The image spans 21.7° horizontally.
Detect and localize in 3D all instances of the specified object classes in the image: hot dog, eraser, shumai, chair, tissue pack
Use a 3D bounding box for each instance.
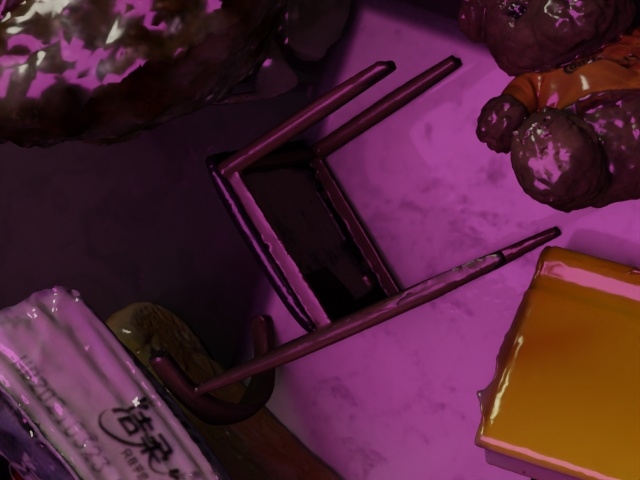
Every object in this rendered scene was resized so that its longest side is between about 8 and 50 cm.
[{"bbox_3d":[-0.084,0.150,1.308,0.242,0.084,0.073,43,116,11],"label":"hot dog"},{"bbox_3d":[0.231,0.105,1.141,0.226,0.069,0.158,16,75,19],"label":"eraser"},{"bbox_3d":[-0.163,-0.218,1.146,0.395,0.348,0.395,-2,77,7],"label":"shumai"},{"bbox_3d":[0.000,0.000,1.195,0.272,0.188,0.166,-32,85,21],"label":"chair"},{"bbox_3d":[-0.180,0.218,1.247,0.259,0.122,0.361,49,149,12],"label":"tissue pack"}]

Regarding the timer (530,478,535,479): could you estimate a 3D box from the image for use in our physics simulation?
[{"bbox_3d":[0.241,0.191,1.190,0.187,0.055,0.144,19,106,20],"label":"timer"}]

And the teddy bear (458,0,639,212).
[{"bbox_3d":[0.181,-0.115,1.135,0.177,0.140,0.190,-22,81,-2],"label":"teddy bear"}]
